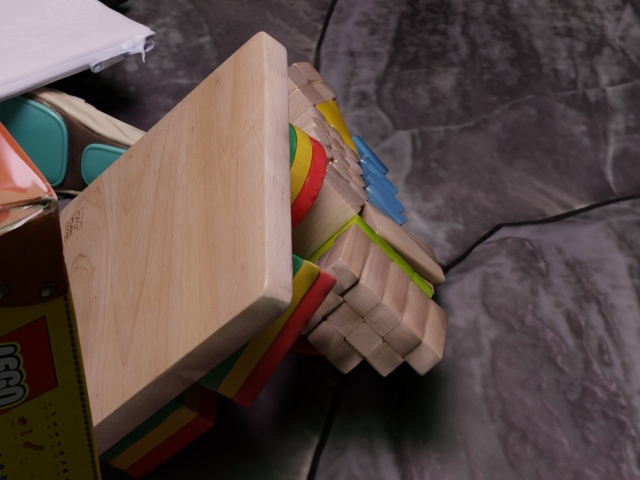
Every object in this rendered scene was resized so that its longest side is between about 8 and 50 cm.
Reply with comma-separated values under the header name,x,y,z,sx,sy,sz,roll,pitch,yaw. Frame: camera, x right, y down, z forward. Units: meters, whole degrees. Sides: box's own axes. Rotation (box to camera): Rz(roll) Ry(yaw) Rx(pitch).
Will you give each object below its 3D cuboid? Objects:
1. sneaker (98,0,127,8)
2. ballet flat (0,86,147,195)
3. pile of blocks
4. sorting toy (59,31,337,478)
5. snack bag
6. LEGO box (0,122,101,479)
name,x,y,z,sx,sy,sz,roll,pitch,yaw
sneaker,-0.258,-0.208,1.547,0.170,0.051,0.089,-2,47,4
ballet flat,-0.192,-0.077,1.412,0.248,0.086,0.086,25,51,19
pile of blocks,0.000,0.000,1.333,0.112,0.149,0.362,-42,34,19
sorting toy,-0.090,0.025,1.209,0.089,0.255,0.257,31,38,-30
snack bag,-0.366,-0.194,1.442,0.323,0.037,0.342,-25,45,-34
LEGO box,-0.289,0.077,0.966,0.193,0.500,0.372,-26,53,-22
